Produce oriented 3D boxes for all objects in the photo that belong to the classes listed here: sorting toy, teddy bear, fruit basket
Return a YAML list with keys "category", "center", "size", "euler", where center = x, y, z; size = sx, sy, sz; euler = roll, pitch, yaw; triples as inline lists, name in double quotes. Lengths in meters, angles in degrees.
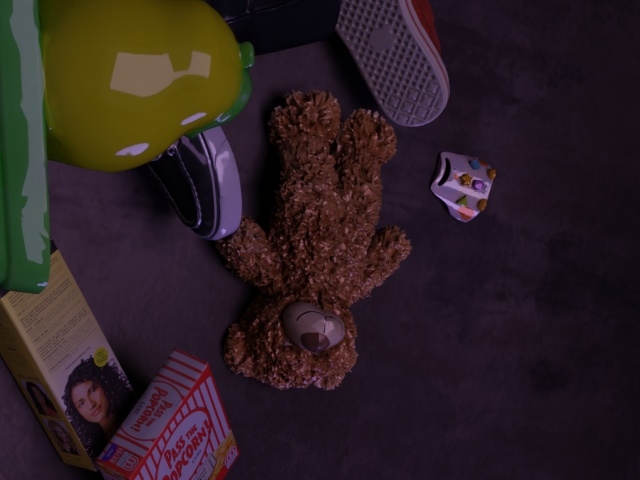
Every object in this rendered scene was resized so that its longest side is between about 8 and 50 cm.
- category: "sorting toy"
  center: [0.173, -0.075, 2.102]
  size: [0.075, 0.045, 0.083]
  euler: [22, 78, -26]
- category: "teddy bear"
  center: [0.000, 0.000, 1.870]
  size: [0.245, 0.113, 0.338]
  euler: [41, 66, -39]
- category: "fruit basket"
  center: [-0.262, -0.146, 1.444]
  size: [0.392, 0.283, 0.392]
  euler: [-5, 99, -31]

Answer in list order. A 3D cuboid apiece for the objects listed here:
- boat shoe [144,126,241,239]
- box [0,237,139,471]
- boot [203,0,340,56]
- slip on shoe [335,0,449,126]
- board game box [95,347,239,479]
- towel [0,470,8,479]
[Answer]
- category: "boat shoe"
  center: [-0.175, -0.128, 1.669]
  size: [0.105, 0.113, 0.306]
  euler: [-32, 115, -33]
- category: "box"
  center: [-0.257, 0.111, 1.648]
  size: [0.087, 0.058, 0.232]
  euler: [-46, 125, -34]
- category: "boot"
  center: [-0.078, -0.301, 1.759]
  size: [0.207, 0.094, 0.246]
  euler: [-29, 122, -37]
- category: "slip on shoe"
  center: [0.060, -0.289, 1.913]
  size: [0.101, 0.123, 0.331]
  euler: [-75, 143, -59]
- category: "board game box"
  center: [-0.154, 0.223, 1.728]
  size: [0.147, 0.045, 0.193]
  euler: [-56, 155, -26]
- category: "towel"
  center: [-0.244, 0.304, 1.500]
  size: [0.053, 0.332, 0.317]
  euler: [-38, 124, -15]
